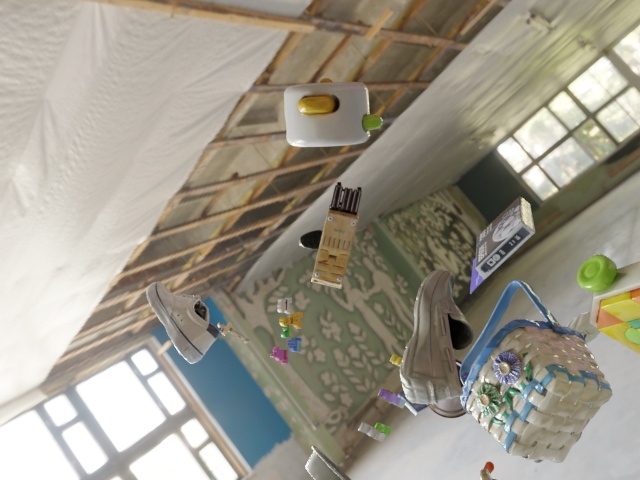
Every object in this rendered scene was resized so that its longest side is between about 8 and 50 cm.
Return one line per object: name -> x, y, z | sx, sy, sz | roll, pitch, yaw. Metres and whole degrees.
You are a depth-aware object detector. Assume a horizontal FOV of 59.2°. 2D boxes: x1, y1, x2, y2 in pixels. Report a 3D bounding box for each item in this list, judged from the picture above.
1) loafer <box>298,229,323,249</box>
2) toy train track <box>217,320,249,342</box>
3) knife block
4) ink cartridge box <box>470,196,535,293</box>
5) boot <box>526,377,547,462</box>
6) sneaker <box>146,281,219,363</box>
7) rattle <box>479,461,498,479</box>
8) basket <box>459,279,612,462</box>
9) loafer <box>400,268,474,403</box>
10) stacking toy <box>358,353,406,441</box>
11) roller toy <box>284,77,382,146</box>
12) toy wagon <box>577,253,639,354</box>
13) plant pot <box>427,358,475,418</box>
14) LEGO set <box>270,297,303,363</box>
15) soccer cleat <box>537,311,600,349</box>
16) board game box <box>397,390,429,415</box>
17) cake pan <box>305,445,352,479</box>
loafer -> 0.000, 0.000, 1.731 | 0.170, 0.062, 0.061 | -3, -6, -36
toy train track -> -0.205, 0.218, 1.319 | 0.048, 0.083, 0.014 | -56, 5, 29
knife block -> 0.052, -0.025, 1.629 | 0.242, 0.088, 0.275 | -70, -7, -78
ink cartridge box -> 0.418, 0.006, 1.346 | 0.208, 0.045, 0.206 | -52, 0, 27
boot -> 0.575, 0.460, 1.480 | 0.076, 0.208, 0.189 | 12, 59, 53
sneaker -> -0.279, 0.152, 1.164 | 0.091, 0.258, 0.094 | -38, -47, -12
rattle -> 0.440, 0.709, 1.582 | 0.143, 0.130, 0.199 | -40, 8, 10
basket -> 0.378, 0.240, 1.060 | 0.289, 0.201, 0.254 | -106, 34, -66
loafer -> 0.229, 0.170, 1.046 | 0.112, 0.112, 0.319 | -3, 37, 22
stacking toy -> 0.158, 0.338, 1.203 | 0.166, 0.052, 0.221 | -63, -22, -10
roller toy -> 0.012, -0.288, 1.261 | 0.209, 0.146, 0.191 | -12, 15, -33
toy wagon -> 0.543, 0.077, 0.759 | 0.344, 0.267, 0.068 | -39, 26, 57
plant pot -> 0.410, 0.459, 1.782 | 0.167, 0.167, 0.165 | -37, -31, -12
LEGO set -> -0.117, 0.297, 1.891 | 0.087, 0.227, 0.093 | -9, -17, 39
soccer cleat -> 0.583, 0.239, 1.328 | 0.196, 0.068, 0.076 | -45, -6, 30
board game box -> 0.323, 0.544, 1.919 | 0.090, 0.090, 0.020 | -11, -48, -42
cake pan -> 0.072, 0.636, 1.410 | 0.054, 0.293, 0.293 | -46, -6, -14
